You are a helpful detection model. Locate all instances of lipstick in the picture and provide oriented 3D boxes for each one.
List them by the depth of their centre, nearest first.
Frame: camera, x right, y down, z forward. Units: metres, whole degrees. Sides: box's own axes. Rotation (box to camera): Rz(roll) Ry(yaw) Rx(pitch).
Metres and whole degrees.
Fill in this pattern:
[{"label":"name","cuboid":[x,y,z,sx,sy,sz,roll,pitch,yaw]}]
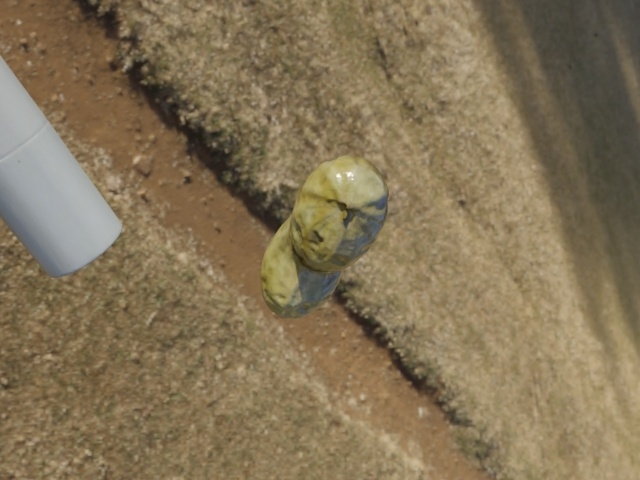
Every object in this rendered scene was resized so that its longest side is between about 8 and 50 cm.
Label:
[{"label":"lipstick","cuboid":[-0.301,-0.116,0.720,0.327,0.087,0.087,60,34,-27]}]

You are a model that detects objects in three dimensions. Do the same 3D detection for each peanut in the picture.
[{"label":"peanut","cuboid":[0.000,0.000,0.880,0.098,0.229,0.103,47,50,13]}]
